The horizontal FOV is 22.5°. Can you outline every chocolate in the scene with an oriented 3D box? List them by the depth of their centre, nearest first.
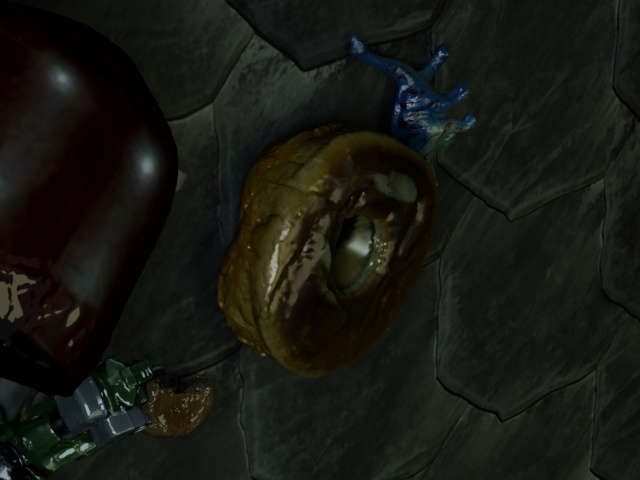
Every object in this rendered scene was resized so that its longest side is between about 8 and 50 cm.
[{"bbox_3d":[-0.321,-0.065,1.536,0.384,0.384,0.331,37,71,-47],"label":"chocolate"}]

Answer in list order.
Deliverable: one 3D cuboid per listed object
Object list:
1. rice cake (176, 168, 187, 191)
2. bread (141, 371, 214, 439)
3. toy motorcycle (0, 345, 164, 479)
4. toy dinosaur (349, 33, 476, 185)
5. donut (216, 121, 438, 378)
[{"bbox_3d":[-0.260,0.020,1.832,0.106,0.050,0.298,32,87,-47],"label":"rice cake"},{"bbox_3d":[-0.190,0.202,1.984,0.113,0.060,0.082,9,103,-44],"label":"bread"},{"bbox_3d":[-0.285,0.204,1.791,0.187,0.125,0.275,-22,169,-39],"label":"toy motorcycle"},{"bbox_3d":[0.139,-0.161,2.107,0.144,0.076,0.329,-34,128,-18],"label":"toy dinosaur"},{"bbox_3d":[0.000,0.000,2.009,0.330,0.160,0.330,-34,136,-41],"label":"donut"}]
